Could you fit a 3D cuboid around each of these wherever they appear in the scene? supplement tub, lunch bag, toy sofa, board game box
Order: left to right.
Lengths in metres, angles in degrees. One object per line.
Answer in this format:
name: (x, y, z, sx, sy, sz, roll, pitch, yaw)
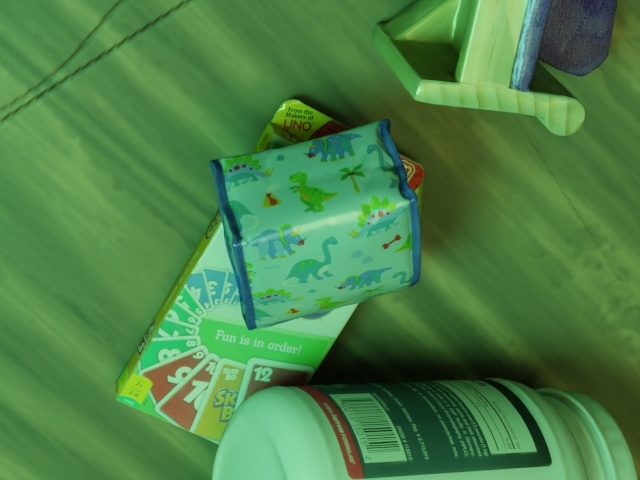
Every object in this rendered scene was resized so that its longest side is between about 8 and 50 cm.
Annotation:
board game box: (-0.036, 0.032, 1.184, 0.124, 0.039, 0.259, 26, 104, -18)
lunch bag: (0.000, 0.000, 1.107, 0.129, 0.096, 0.151, -14, 143, -3)
supplement tub: (0.073, 0.197, 1.178, 0.272, 0.191, 0.191, 1, 113, -26)
toy sofa: (0.161, -0.262, 1.044, 0.177, 0.150, 0.362, 7, 111, -13)

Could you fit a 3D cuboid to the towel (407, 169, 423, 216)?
towel: (0.045, -0.015, 1.200, 0.060, 0.009, 0.083, -3, 114, -12)
